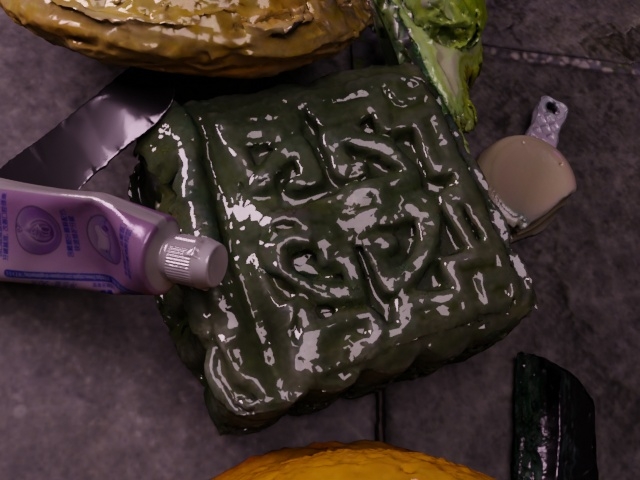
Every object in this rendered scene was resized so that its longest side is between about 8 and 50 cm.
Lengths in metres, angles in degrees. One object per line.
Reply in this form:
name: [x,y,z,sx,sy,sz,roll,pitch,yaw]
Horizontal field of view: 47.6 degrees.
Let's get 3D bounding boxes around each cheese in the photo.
cheese: [0.200,-0.066,0.677,0.092,0.047,0.171,46,63,7]

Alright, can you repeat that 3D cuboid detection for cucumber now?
cucumber: [0.186,0.196,0.559,0.071,0.046,0.219,17,65,-14]

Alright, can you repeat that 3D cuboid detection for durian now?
durian: [0.097,-0.213,0.682,0.107,0.132,0.374,-20,62,2]

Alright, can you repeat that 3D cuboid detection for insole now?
insole: [-0.196,-0.047,0.526,0.232,0.003,0.080,-42,63,2]

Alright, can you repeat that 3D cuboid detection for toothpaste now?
toothpaste: [-0.202,-0.004,0.486,0.301,0.048,0.075,8,89,19]

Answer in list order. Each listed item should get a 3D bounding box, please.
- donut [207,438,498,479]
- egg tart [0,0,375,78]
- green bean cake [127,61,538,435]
donut: [0.075,0.307,0.385,0.378,0.163,0.434,-13,69,-11]
egg tart: [-0.102,-0.219,0.562,0.294,0.123,0.294,5,30,-3]
green bean cake: [0.000,0.000,0.552,0.255,0.132,0.241,-13,73,-19]
